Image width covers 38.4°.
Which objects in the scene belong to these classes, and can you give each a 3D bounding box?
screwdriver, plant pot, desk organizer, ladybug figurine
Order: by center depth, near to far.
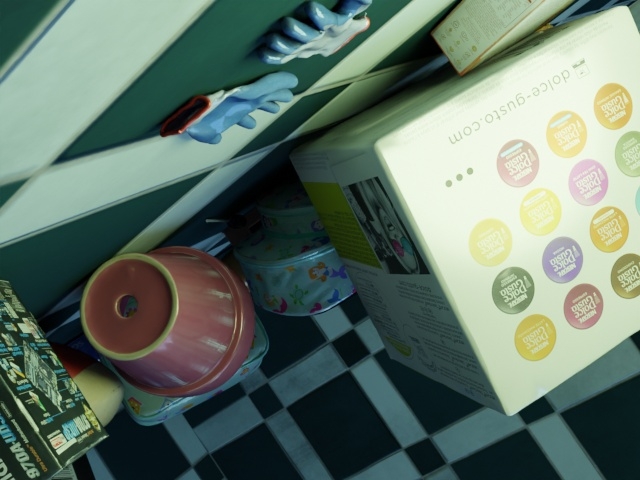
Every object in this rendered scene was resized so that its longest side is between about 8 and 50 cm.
[{"bbox_3d":[-0.203,0.096,1.160,0.201,0.201,0.180,-35,163,5],"label":"plant pot"},{"bbox_3d":[-0.419,0.241,1.228,0.305,0.162,0.449,-33,178,-24],"label":"ladybug figurine"},{"bbox_3d":[-0.139,-0.030,1.375,0.025,0.024,0.170,-5,180,8],"label":"screwdriver"},{"bbox_3d":[-0.097,-0.032,1.544,0.130,0.050,0.047,-35,178,22],"label":"desk organizer"}]

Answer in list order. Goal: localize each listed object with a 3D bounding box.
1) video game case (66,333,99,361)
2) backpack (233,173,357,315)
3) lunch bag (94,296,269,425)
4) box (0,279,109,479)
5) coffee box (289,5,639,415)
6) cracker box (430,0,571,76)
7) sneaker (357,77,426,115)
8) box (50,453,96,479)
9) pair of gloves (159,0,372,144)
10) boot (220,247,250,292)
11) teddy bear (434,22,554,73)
[{"bbox_3d":[-0.394,0.188,1.748,0.269,0.061,0.244,-33,176,-17],"label":"video game case"},{"bbox_3d":[0.000,0.000,1.385,0.253,0.191,0.225,-36,-153,-27],"label":"backpack"},{"bbox_3d":[-0.242,0.170,1.596,0.279,0.224,0.108,-28,165,-18],"label":"lunch bag"},{"bbox_3d":[-0.255,0.112,0.749,0.051,0.175,0.220,-34,178,-7],"label":"box"},{"bbox_3d":[0.215,-0.041,1.128,0.338,0.334,0.338,-30,-169,-14],"label":"coffee box"},{"bbox_3d":[0.239,-0.280,0.973,0.156,0.067,0.232,-33,178,-30],"label":"cracker box"},{"bbox_3d":[0.101,-0.165,1.304,0.215,0.084,0.083,-42,157,-15],"label":"sneaker"},{"bbox_3d":[-0.545,0.446,1.531,0.294,0.296,0.183,-34,157,14],"label":"box"},{"bbox_3d":[-0.033,-0.133,0.729,0.198,0.023,0.159,-35,178,22],"label":"pair of gloves"},{"bbox_3d":[-0.085,0.001,1.824,0.283,0.109,0.220,-23,167,-14],"label":"boot"},{"bbox_3d":[0.261,-0.244,1.483,0.338,0.113,0.245,-32,179,-44],"label":"teddy bear"}]
